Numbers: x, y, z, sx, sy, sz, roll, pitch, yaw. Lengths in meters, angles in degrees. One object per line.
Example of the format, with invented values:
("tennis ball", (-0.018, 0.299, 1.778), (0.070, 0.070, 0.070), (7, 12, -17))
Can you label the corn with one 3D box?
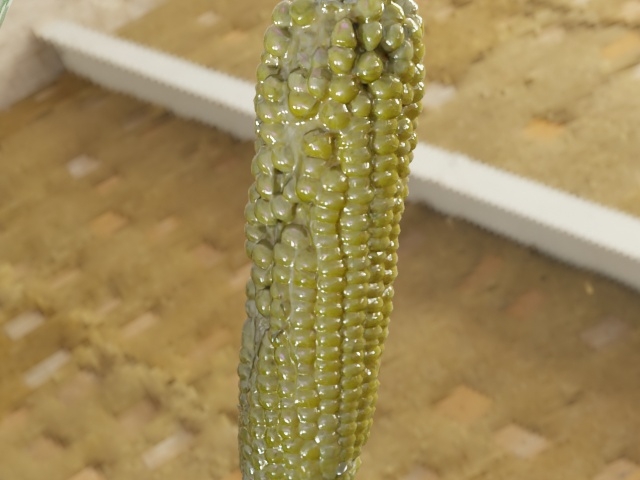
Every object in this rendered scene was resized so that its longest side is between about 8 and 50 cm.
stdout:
("corn", (0.000, 0.000, 0.938), (0.086, 0.288, 0.086), (7, -167, -1))

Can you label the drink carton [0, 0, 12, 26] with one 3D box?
("drink carton", (-0.130, -0.037, 0.371), (0.144, 0.146, 0.142), (-25, -144, 38))
